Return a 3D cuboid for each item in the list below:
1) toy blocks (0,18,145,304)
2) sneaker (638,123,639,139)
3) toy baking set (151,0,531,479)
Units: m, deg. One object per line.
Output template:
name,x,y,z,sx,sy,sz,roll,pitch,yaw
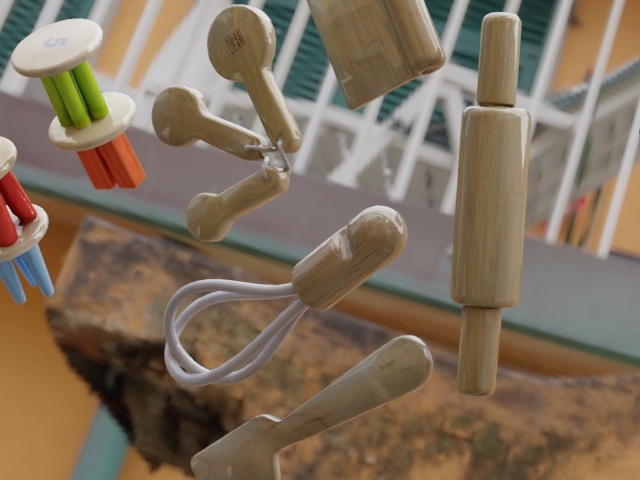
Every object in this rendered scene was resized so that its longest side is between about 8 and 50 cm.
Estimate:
toy blocks,-0.156,-0.039,0.876,0.123,0.054,0.148,-21,-54,-4
sneaker,0.308,-0.120,1.113,0.104,0.147,0.295,42,-11,22
toy baking set,0.006,-0.001,0.697,0.197,0.256,0.030,0,1,35
